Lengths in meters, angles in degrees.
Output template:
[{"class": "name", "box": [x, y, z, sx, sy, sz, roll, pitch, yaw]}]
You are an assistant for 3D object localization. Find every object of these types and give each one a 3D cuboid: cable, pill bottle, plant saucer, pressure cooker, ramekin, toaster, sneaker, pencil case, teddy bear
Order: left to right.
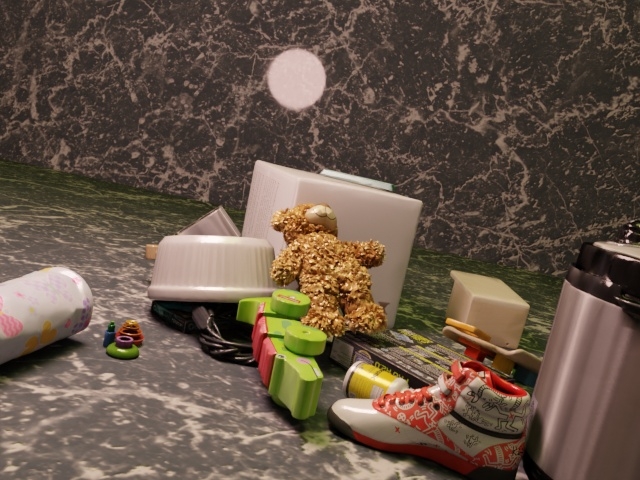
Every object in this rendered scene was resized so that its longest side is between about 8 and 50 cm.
[{"class": "pencil case", "box": [-0.447, 0.109, 0.875, 0.124, 0.113, 0.273, 36, 11, 8]}, {"class": "toaster", "box": [-0.310, -0.006, 1.669, 0.168, 0.110, 0.185, -33, 11, -5]}, {"class": "ramekin", "box": [-0.212, 0.059, 1.247, 0.272, 0.127, 0.273, 2, -3, 0]}, {"class": "cable", "box": [-0.154, 0.175, 1.120, 0.150, 0.047, 0.184, 19, 12, -39]}, {"class": "teddy bear", "box": [0.016, 0.047, 1.186, 0.245, 0.113, 0.338, 5, 48, -5]}, {"class": "plant saucer", "box": [0.097, -0.156, 1.568, 0.192, 0.018, 0.067, 14, 8, 13]}, {"class": "pill bottle", "box": [0.099, 0.239, 0.963, 0.116, 0.065, 0.065, 18, 10, 34]}, {"class": "sneaker", "box": [0.150, 0.225, 0.847, 0.270, 0.145, 0.090, 14, 8, 18]}, {"class": "pressure cooker", "box": [0.480, 0.164, 0.786, 0.375, 0.420, 0.370, 10, 7, -21]}]

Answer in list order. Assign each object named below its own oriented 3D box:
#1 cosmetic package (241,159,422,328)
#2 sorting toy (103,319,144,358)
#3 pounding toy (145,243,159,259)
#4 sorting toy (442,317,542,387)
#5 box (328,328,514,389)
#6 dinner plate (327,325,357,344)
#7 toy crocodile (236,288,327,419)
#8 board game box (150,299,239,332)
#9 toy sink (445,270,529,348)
[{"class": "cosmetic package", "box": [0.000, 0.000, 1.565, 0.329, 0.327, 0.393, 9, 9, -22]}, {"class": "sorting toy", "box": [-0.321, 0.156, 1.000, 0.061, 0.042, 0.102, 11, 8, -11]}, {"class": "pounding toy", "box": [-0.315, 0.067, 1.449, 0.206, 0.094, 0.181, 9, 8, -18]}, {"class": "sorting toy", "box": [0.349, 0.231, 1.170, 0.347, 0.047, 0.196, 30, -10, -29]}, {"class": "box", "box": [0.181, 0.237, 1.128, 0.216, 0.060, 0.270, 6, 10, -41]}, {"class": "dinner plate", "box": [0.044, 0.205, 1.300, 0.141, 0.017, 0.141, 12, 7, -1]}, {"class": "toy crocodile", "box": [-0.064, 0.166, 0.973, 0.105, 0.115, 0.340, 9, 17, -16]}, {"class": "board game box", "box": [-0.230, 0.150, 1.242, 0.126, 0.026, 0.186, 19, 10, 42]}, {"class": "toy sink", "box": [0.430, 0.183, 1.634, 0.152, 0.131, 0.234, 11, 13, -6]}]
